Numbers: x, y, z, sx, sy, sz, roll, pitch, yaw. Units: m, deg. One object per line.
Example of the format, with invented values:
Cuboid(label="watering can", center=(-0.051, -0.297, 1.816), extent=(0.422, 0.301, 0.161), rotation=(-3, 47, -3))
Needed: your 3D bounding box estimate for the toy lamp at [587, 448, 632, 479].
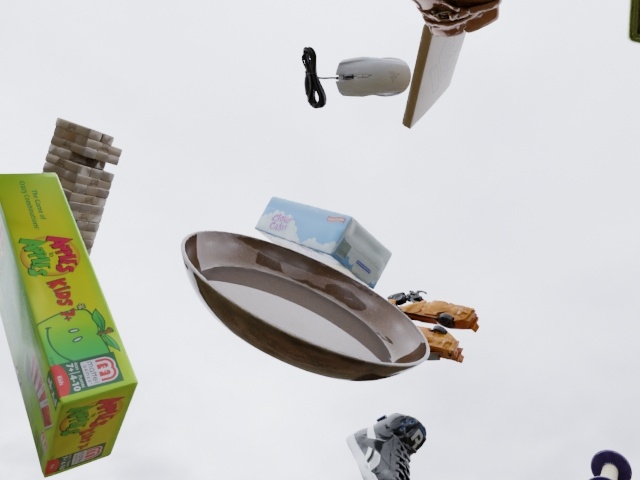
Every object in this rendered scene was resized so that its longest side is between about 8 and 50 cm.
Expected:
Cuboid(label="toy lamp", center=(0.563, 0.463, 1.023), extent=(0.080, 0.080, 0.274), rotation=(-18, -16, 26))

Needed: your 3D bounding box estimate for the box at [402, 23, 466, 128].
Cuboid(label="box", center=(0.207, -0.316, 0.915), extent=(0.021, 0.164, 0.201), rotation=(32, -32, 19))

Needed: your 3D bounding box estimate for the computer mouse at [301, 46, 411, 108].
Cuboid(label="computer mouse", center=(0.063, -0.290, 0.924), extent=(0.192, 0.042, 0.106), rotation=(-1, -79, 8))

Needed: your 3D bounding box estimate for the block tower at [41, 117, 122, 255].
Cuboid(label="block tower", center=(-0.480, -0.049, 0.993), extent=(0.097, 0.336, 0.091), rotation=(20, 3, 22))

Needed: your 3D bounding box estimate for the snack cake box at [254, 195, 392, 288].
Cuboid(label="snack cake box", center=(0.000, 0.000, 1.103), extent=(0.264, 0.089, 0.152), rotation=(18, -15, 49))

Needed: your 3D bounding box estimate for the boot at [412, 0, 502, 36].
Cuboid(label="boot", center=(0.124, -0.299, 0.635), extent=(0.196, 0.073, 0.152), rotation=(4, -8, 20))

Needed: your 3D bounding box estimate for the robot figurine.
Cuboid(label="robot figurine", center=(0.260, 0.232, 1.402), extent=(0.290, 0.211, 0.085), rotation=(3, -45, 45))

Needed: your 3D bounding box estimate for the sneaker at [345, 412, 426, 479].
Cuboid(label="sneaker", center=(0.118, 0.326, 0.791), extent=(0.121, 0.217, 0.079), rotation=(-32, -75, -6))

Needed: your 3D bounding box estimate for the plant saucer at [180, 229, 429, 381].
Cuboid(label="plant saucer", center=(-0.022, 0.076, 0.619), extent=(0.310, 0.310, 0.050), rotation=(22, -80, -15))

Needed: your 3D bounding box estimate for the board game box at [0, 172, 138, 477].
Cuboid(label="board game box", center=(-0.181, 0.049, 0.353), extent=(0.043, 0.181, 0.092), rotation=(-7, -39, -40))

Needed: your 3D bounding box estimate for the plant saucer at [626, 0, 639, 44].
Cuboid(label="plant saucer", center=(0.400, -0.267, 0.549), extent=(0.045, 0.188, 0.188), rotation=(-37, -47, -10))
